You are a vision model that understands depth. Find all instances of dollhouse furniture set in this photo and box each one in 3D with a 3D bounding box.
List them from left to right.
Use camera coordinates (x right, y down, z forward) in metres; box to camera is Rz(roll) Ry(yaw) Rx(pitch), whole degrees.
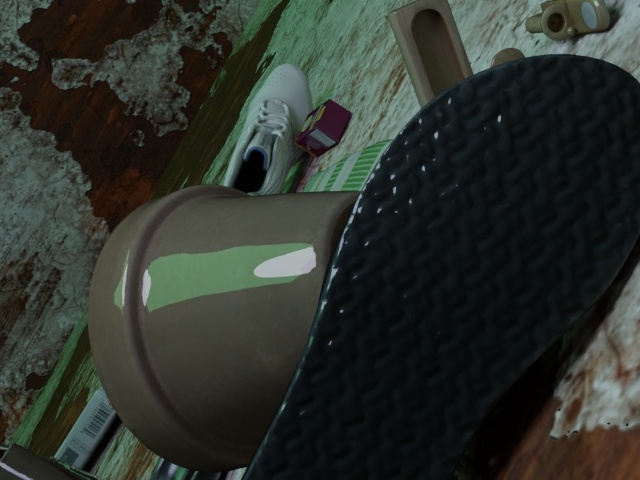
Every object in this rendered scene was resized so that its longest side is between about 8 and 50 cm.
[{"bbox_3d":[0.156,-0.185,0.878,0.151,0.144,0.123,-24,14,-8],"label":"dollhouse furniture set"}]

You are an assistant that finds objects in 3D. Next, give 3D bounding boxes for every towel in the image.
[{"bbox_3d":[0.000,0.000,1.227,0.248,0.038,0.325,-62,14,-15],"label":"towel"}]

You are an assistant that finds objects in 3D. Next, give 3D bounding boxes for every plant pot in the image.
[{"bbox_3d":[-0.030,0.061,0.887,0.229,0.263,0.263,-17,41,40],"label":"plant pot"}]

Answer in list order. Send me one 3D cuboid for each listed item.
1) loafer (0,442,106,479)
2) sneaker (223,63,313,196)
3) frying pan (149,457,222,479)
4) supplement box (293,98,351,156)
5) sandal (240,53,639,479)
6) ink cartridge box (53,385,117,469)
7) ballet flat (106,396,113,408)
[{"bbox_3d":[-0.400,0.352,1.386,0.366,0.130,0.134,4,51,34],"label":"loafer"},{"bbox_3d":[-0.074,-0.143,1.534,0.129,0.111,0.297,102,-178,-67],"label":"sneaker"},{"bbox_3d":[-0.181,0.277,1.247,0.326,0.053,0.197,-34,30,61],"label":"frying pan"},{"bbox_3d":[0.003,-0.163,1.495,0.083,0.043,0.055,-25,36,63],"label":"supplement box"},{"bbox_3d":[0.062,0.069,0.696,0.446,0.167,0.107,-58,-2,3],"label":"sandal"},{"bbox_3d":[-0.396,0.326,1.862,0.189,0.066,0.232,-57,-5,10],"label":"ink cartridge box"},{"bbox_3d":[-0.298,0.236,1.666,0.241,0.091,0.077,-97,10,-72],"label":"ballet flat"}]
